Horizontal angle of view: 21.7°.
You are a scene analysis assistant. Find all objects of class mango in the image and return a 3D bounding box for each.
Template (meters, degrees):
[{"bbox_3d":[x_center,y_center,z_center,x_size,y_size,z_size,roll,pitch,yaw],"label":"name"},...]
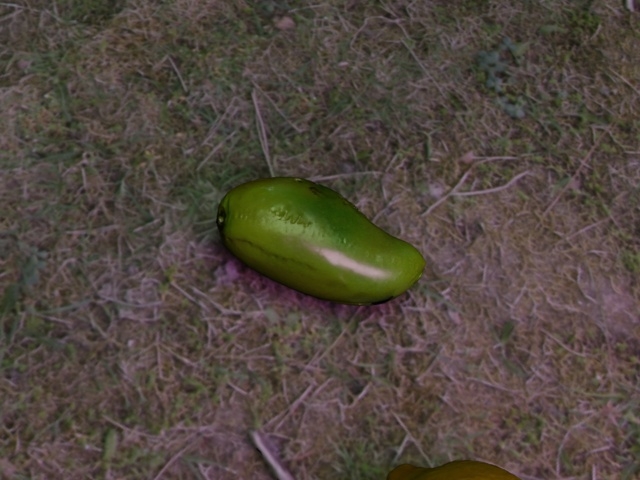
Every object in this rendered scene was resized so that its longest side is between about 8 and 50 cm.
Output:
[{"bbox_3d":[0.000,0.000,1.810,0.233,0.111,0.125,15,59,-6],"label":"mango"}]

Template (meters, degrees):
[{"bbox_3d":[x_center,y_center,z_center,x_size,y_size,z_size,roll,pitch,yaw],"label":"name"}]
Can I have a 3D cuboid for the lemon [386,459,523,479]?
[{"bbox_3d":[0.147,0.312,1.596,0.187,0.187,0.244,-34,70,-31],"label":"lemon"}]
